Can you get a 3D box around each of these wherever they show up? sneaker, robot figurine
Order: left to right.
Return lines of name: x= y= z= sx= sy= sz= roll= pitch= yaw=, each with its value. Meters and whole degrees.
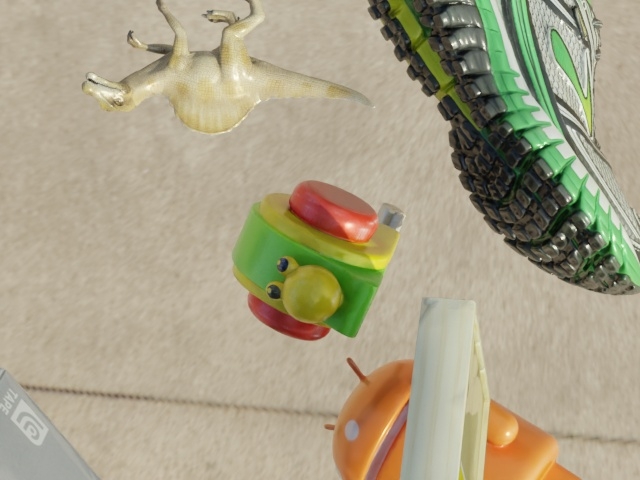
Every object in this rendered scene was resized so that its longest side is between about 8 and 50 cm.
robot figurine: x=0.102 y=0.180 z=1.163 sx=0.219 sy=0.158 sz=0.128 roll=31 pitch=86 yaw=16
sneaker: x=0.168 y=-0.113 z=1.073 sx=0.146 sy=0.134 sz=0.343 roll=-31 pitch=98 yaw=-19

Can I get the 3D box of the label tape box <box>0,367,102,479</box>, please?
label tape box: x=-0.166 y=0.277 z=0.767 sx=0.249 sy=0.115 sz=0.347 roll=-33 pitch=104 yaw=14

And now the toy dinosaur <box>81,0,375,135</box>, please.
toy dinosaur: x=-0.059 y=-0.112 z=0.931 sx=0.183 sy=0.053 sz=0.092 roll=0 pitch=75 yaw=-4

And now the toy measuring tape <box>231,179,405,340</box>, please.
toy measuring tape: x=0.000 y=0.000 z=1.148 sx=0.121 sy=0.330 sz=0.121 roll=2 pitch=103 yaw=8

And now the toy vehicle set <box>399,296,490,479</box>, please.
toy vehicle set: x=0.077 y=0.190 z=0.931 sx=0.035 sy=0.166 sz=0.266 roll=2 pitch=61 yaw=12
